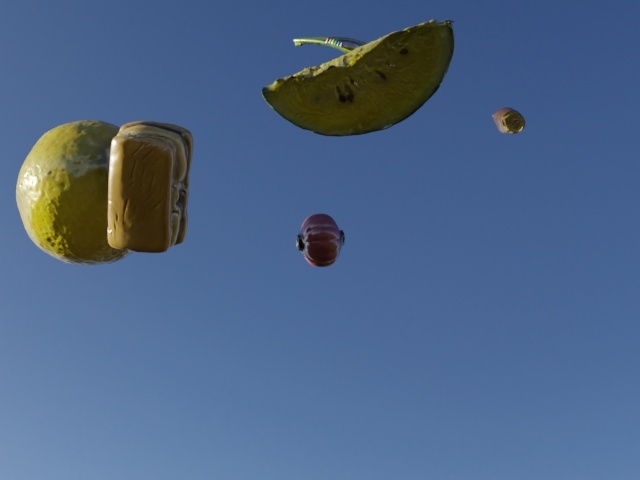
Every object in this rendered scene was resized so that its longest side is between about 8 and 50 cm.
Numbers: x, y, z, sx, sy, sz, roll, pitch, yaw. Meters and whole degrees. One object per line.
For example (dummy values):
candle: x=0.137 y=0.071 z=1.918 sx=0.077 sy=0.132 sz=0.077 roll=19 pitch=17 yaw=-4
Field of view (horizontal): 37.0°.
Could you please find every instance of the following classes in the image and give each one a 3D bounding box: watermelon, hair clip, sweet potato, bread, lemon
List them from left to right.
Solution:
lemon: x=-0.423 y=-0.087 z=1.763 sx=0.293 sy=0.293 sz=0.293 roll=2 pitch=-33 yaw=2
bread: x=-0.261 y=-0.080 z=1.457 sx=0.116 sy=0.077 sz=0.200 roll=8 pitch=-75 yaw=6
hair clip: x=0.032 y=-0.353 z=1.733 sx=0.188 sy=0.060 sz=0.033 roll=19 pitch=-65 yaw=29
watermelon: x=0.071 y=-0.242 z=1.441 sx=0.301 sy=0.123 sz=0.129 roll=-21 pitch=-34 yaw=12
sweet potato: x=0.337 y=-0.222 z=1.753 sx=0.049 sy=0.117 sz=0.049 roll=-2 pitch=-76 yaw=-10

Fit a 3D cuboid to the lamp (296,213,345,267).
lamp: x=0.000 y=0.000 z=1.856 sx=0.092 sy=0.107 sz=0.107 roll=-8 pitch=-31 yaw=-11
